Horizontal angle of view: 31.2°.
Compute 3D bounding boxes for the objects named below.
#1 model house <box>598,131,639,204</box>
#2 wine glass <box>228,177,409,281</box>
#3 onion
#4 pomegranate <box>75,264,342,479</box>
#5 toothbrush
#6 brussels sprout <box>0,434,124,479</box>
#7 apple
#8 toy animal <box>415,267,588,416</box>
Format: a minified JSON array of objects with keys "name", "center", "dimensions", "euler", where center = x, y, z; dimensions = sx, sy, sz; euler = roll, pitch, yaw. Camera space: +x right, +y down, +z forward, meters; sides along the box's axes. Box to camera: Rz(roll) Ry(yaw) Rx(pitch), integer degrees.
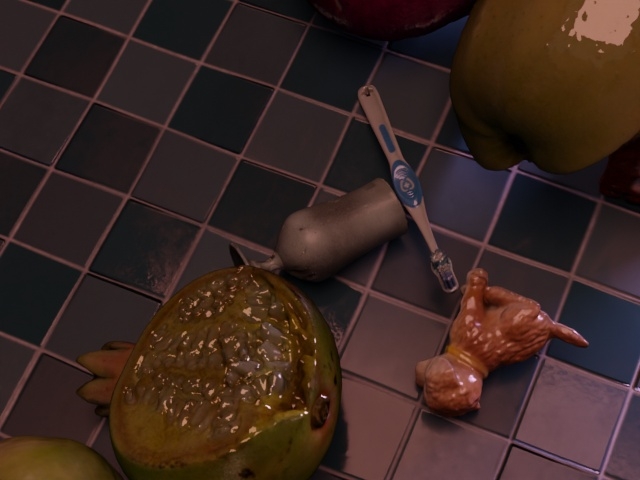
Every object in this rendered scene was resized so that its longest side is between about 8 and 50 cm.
[{"name":"model house","center":[0.483,-0.170,1.532],"dimensions":[0.160,0.254,0.196],"euler":[18,66,14]},{"name":"wine glass","center":[0.000,0.000,1.557],"dimensions":[0.231,0.103,0.103],"euler":[-26,67,-12]},{"name":"onion","center":[0.101,-0.474,1.623],"dimensions":[0.347,0.385,0.348],"euler":[-4,75,15]},{"name":"pomegranate","center":[-0.129,0.202,1.424],"dimensions":[0.358,0.216,0.310],"euler":[-1,57,36]},{"name":"toothbrush","center":[0.119,-0.081,1.598],"dimensions":[0.040,0.040,0.386],"euler":[-15,52,-4]},{"name":"brussels sprout","center":[-0.329,0.365,1.332],"dimensions":[0.259,0.227,0.294],"euler":[-44,61,-13]},{"name":"apple","center":[0.339,-0.257,1.542],"dimensions":[0.311,0.320,0.360],"euler":[31,80,14]},{"name":"toy animal","center":[0.226,0.159,1.473],"dimensions":[0.184,0.104,0.185],"euler":[26,65,15]}]
